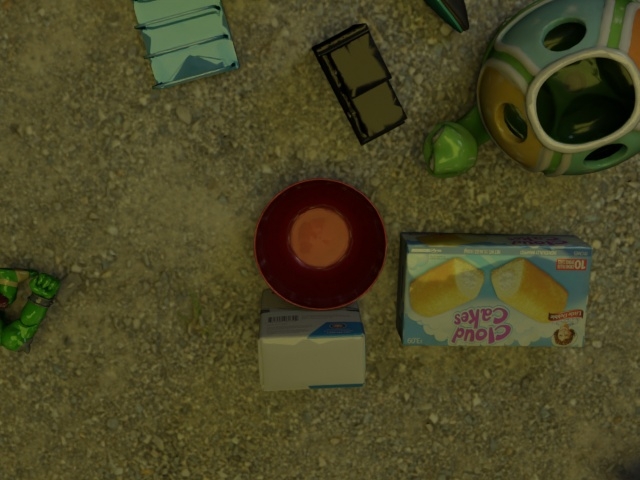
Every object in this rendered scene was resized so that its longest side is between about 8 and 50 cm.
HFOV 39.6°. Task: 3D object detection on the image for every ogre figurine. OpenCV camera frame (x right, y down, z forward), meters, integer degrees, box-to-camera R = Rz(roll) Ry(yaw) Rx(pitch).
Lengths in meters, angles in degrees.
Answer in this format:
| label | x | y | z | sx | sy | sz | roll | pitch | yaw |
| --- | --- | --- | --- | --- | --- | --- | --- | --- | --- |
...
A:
| label | x | y | z | sx | sy | sz | roll | pitch | yaw |
| --- | --- | --- | --- | --- | --- | --- | --- | --- | --- |
| ogre figurine | -0.475 | 0.093 | 1.260 | 0.197 | 0.097 | 0.118 | 7 | 91 | -16 |

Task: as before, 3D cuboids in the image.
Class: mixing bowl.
| label | x | y | z | sx | sy | sz | roll | pitch | yaw |
| --- | --- | --- | --- | --- | --- | --- | --- | --- | --- |
| mixing bowl | 0.000 | 0.000 | 1.250 | 0.181 | 0.098 | 0.181 | 0 | 97 | 0 |

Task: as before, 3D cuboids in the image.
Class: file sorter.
| label | x | y | z | sx | sy | sz | roll | pitch | yaw |
| --- | --- | --- | --- | --- | --- | --- | --- | --- | --- |
| file sorter | -0.188 | -0.295 | 1.175 | 0.118 | 0.104 | 0.170 | -15 | 103 | 1 |

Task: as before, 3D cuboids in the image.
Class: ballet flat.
| label | x | y | z | sx | sy | sz | roll | pitch | yaw |
| --- | --- | --- | --- | --- | --- | --- | --- | --- | --- |
| ballet flat | 0.137 | -0.367 | 1.192 | 0.203 | 0.074 | 0.074 | 38 | 99 | -8 |

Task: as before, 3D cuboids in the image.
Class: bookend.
| label | x | y | z | sx | sy | sz | roll | pitch | yaw |
| --- | --- | --- | --- | --- | --- | --- | --- | --- | --- |
| bookend | 0.057 | -0.202 | 1.181 | 0.072 | 0.156 | 0.157 | -28 | 104 | 4 |

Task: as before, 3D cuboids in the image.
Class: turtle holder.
| label | x | y | z | sx | sy | sz | roll | pitch | yaw |
| --- | --- | --- | --- | --- | --- | --- | --- | --- | --- |
| turtle holder | 0.298 | -0.197 | 1.147 | 0.320 | 0.227 | 0.243 | 4 | 110 | 10 |

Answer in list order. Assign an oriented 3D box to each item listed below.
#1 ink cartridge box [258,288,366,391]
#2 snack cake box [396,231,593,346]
| label | x | y | z | sx | sy | sz | roll | pitch | yaw |
| --- | --- | --- | --- | --- | --- | --- | --- | --- | --- |
| ink cartridge box | -0.014 | 0.132 | 1.237 | 0.139 | 0.191 | 0.082 | -2 | 105 | -1 |
| snack cake box | 0.246 | 0.071 | 1.286 | 0.264 | 0.089 | 0.152 | 0 | 102 | -2 |
